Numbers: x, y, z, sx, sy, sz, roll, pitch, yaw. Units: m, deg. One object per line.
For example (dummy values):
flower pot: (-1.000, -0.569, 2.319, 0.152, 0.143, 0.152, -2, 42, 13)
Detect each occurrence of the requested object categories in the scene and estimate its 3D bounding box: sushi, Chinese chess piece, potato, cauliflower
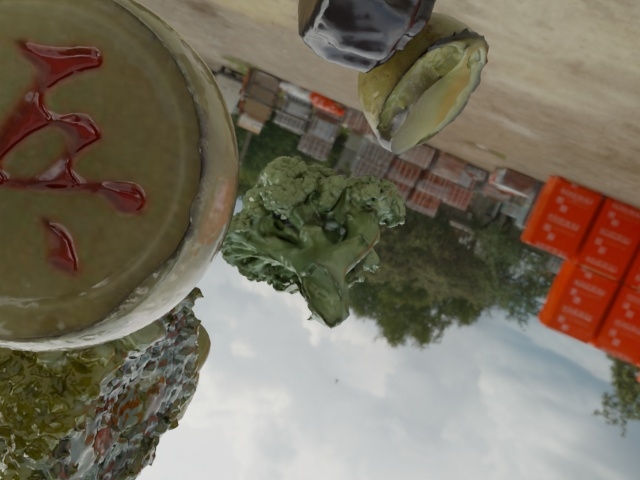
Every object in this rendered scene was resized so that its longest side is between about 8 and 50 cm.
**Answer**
sushi: (-0.349, 0.202, 0.941, 0.240, 0.352, 0.396, 20, -149, 12)
Chinese chess piece: (-0.180, -0.050, 0.445, 0.249, 0.250, 0.103, 22, 180, 3)
potato: (0.182, -0.345, 1.308, 0.242, 0.285, 0.243, 13, -138, -12)
cauliflower: (-0.009, -0.019, 1.063, 0.326, 0.261, 0.281, -22, -171, -7)

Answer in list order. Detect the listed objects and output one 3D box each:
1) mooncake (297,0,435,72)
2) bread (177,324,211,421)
mooncake: (0.085, -0.478, 1.099, 0.212, 0.351, 0.381, 16, -131, -17)
bread: (-0.389, 0.255, 1.334, 0.300, 0.341, 0.210, 23, -134, -9)
